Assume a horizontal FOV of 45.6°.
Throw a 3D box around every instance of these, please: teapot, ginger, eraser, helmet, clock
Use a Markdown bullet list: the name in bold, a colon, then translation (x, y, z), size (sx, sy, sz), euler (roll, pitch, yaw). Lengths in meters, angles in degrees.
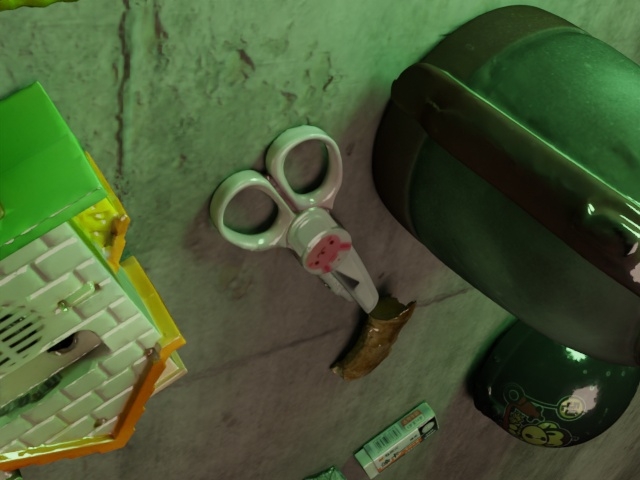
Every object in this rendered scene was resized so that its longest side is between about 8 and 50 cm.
- **teapot**: translation (0.199, -0.033, 0.591), size (0.315, 0.312, 0.233), euler (17, 113, -48)
- **ginger**: translation (0.061, 0.103, 0.826), size (0.057, 0.044, 0.137), euler (-41, 162, -53)
- **eraser**: translation (0.105, 0.273, 1.037), size (0.122, 0.029, 0.052), euler (-34, 142, -9)
- **helmet**: translation (0.358, 0.190, 1.069), size (0.279, 0.160, 0.230), euler (-21, 137, -22)
- **clock**: translation (-0.209, 0.062, 0.512), size (0.220, 0.106, 0.255), euler (-32, 146, -9)

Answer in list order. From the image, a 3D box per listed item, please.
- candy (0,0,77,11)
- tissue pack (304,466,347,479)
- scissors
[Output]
- **candy**: translation (-0.195, -0.143, 0.331), size (0.210, 0.096, 0.096), euler (-14, 135, -23)
- **tissue pack**: translation (0.018, 0.395, 1.010), size (0.065, 0.115, 0.155), euler (-16, 135, -33)
- **scissors**: translation (0.000, 0.000, 0.680), size (0.118, 0.030, 0.242), euler (-40, 138, -1)
